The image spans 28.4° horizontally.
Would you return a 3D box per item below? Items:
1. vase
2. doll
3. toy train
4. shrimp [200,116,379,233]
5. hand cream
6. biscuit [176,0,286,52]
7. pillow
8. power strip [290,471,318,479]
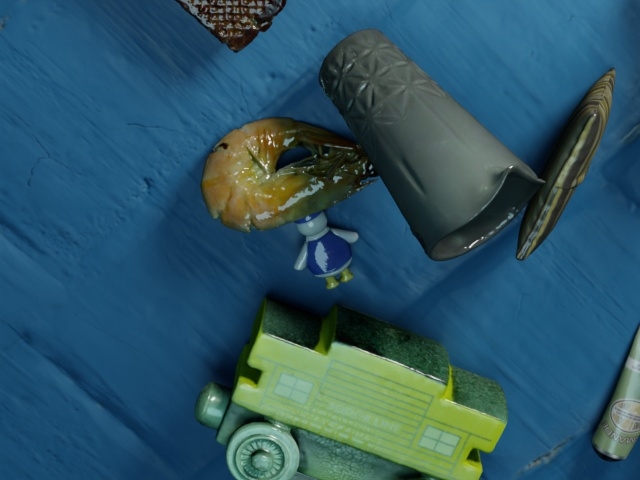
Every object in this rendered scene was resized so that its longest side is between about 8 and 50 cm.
[{"bbox_3d":[0.118,-0.114,1.534,0.156,0.301,0.251,-26,155,-23],"label":"vase"},{"bbox_3d":[0.000,0.000,1.718,0.099,0.057,0.143,-29,113,-5],"label":"doll"},{"bbox_3d":[0.055,0.245,1.784,0.442,0.179,0.272,21,110,-6],"label":"toy train"},{"bbox_3d":[-0.027,-0.096,1.661,0.267,0.061,0.145,-12,82,8],"label":"shrimp"},{"bbox_3d":[0.451,0.218,1.802,0.086,0.055,0.235,19,110,-8],"label":"hand cream"},{"bbox_3d":[-0.200,-0.395,1.519,0.388,0.073,0.107,43,114,-16],"label":"biscuit"},{"bbox_3d":[0.305,-0.096,1.557,0.052,0.212,0.208,28,118,7],"label":"pillow"},{"bbox_3d":[0.041,0.379,1.920,0.253,0.027,0.060,19,143,-5],"label":"power strip"}]
